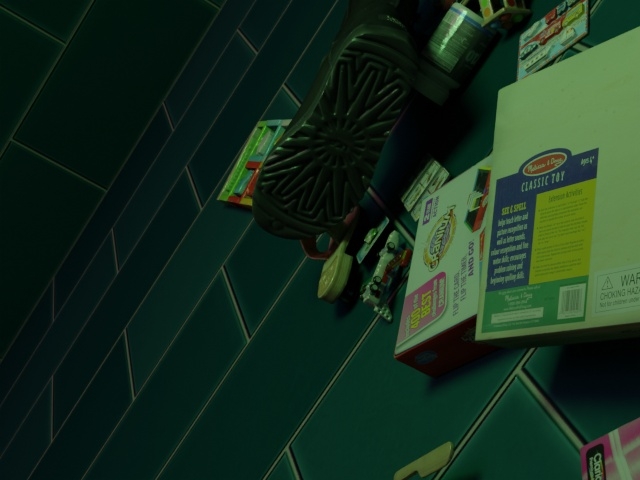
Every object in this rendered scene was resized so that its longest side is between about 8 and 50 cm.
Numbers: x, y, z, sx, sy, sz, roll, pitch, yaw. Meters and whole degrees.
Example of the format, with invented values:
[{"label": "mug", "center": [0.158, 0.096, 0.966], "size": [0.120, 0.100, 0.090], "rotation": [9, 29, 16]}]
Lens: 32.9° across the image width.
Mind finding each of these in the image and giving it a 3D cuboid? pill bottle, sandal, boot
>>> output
[{"label": "pill bottle", "center": [0.190, -0.271, 1.585], "size": [0.137, 0.078, 0.078], "rotation": [-56, 22, 12]}, {"label": "sandal", "center": [0.003, -0.005, 1.619], "size": [0.088, 0.079, 0.240], "rotation": [-55, 15, 32]}, {"label": "boot", "center": [0.039, -0.246, 1.668], "size": [0.367, 0.146, 0.445], "rotation": [-54, 16, 29]}]

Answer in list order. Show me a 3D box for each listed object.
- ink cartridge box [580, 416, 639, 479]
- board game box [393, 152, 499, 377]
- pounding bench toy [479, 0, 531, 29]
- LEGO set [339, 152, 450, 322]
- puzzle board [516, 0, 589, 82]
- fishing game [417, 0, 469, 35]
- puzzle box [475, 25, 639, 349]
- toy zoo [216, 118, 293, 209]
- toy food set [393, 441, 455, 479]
[{"label": "ink cartridge box", "center": [0.341, 0.162, 0.759], "size": [0.371, 0.069, 0.175], "rotation": [-38, 31, 38]}, {"label": "board game box", "center": [0.218, -0.006, 1.216], "size": [0.316, 0.064, 0.242], "rotation": [-34, 34, 48]}, {"label": "pounding bench toy", "center": [0.269, -0.334, 1.534], "size": [0.052, 0.083, 0.065], "rotation": [-31, 68, 55]}, {"label": "LEGO set", "center": [0.109, 0.003, 1.498], "size": [0.244, 0.060, 0.182], "rotation": [-55, 10, 9]}, {"label": "puzzle board", "center": [0.305, -0.272, 1.428], "size": [0.128, 0.011, 0.096], "rotation": [-37, 32, 46]}, {"label": "fishing game", "center": [0.210, -0.408, 1.719], "size": [0.189, 0.041, 0.264], "rotation": [-48, 16, 32]}, {"label": "puzzle box", "center": [0.281, -0.055, 0.929], "size": [0.409, 0.052, 0.272], "rotation": [-17, 62, 61]}, {"label": "toy zoo", "center": [-0.109, -0.150, 2.143], "size": [0.192, 0.030, 0.293], "rotation": [-63, 22, -6]}, {"label": "toy food set", "center": [0.112, 0.314, 1.103], "size": [0.132, 0.039, 0.192], "rotation": [-43, 32, 52]}]
